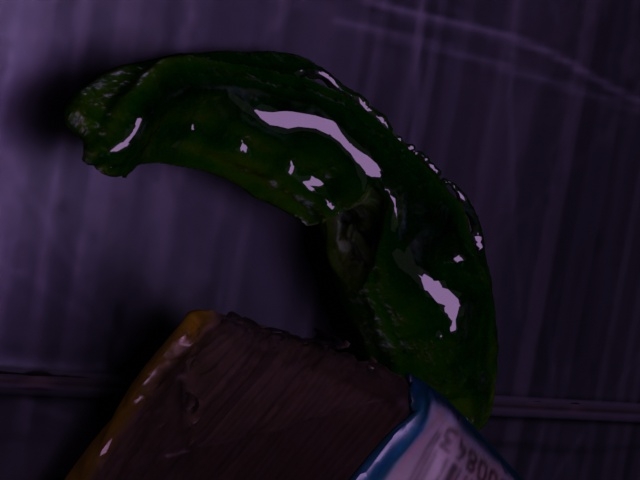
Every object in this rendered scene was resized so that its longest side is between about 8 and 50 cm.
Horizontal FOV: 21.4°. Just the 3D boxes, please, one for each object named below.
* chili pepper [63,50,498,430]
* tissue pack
[{"bbox_3d":[0.002,-0.006,0.505,0.182,0.050,0.073,42,80,-33],"label":"chili pepper"},{"bbox_3d":[0.016,0.172,0.498,0.192,0.134,0.271,-53,125,-15],"label":"tissue pack"}]
